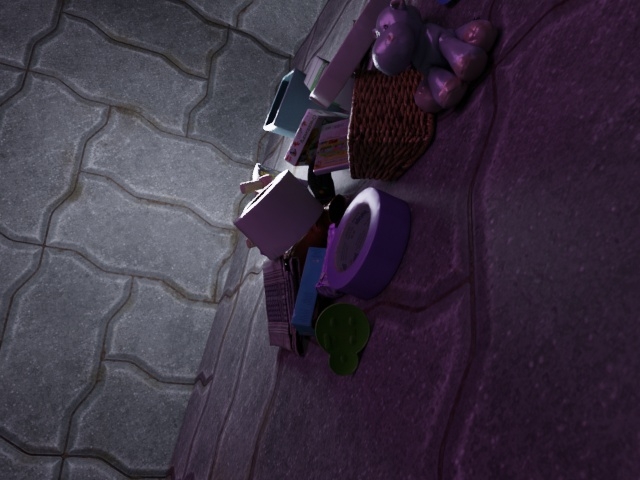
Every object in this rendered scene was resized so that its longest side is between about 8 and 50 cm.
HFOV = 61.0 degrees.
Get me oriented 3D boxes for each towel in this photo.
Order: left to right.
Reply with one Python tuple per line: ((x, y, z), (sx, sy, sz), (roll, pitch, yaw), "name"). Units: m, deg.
((-0.131, 0.206, 1.766), (0.324, 0.056, 0.313), (166, 101, -68), "towel")

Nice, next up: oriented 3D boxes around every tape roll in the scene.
((-0.133, -0.082, 1.713), (0.246, 0.169, 0.246), (-42, 13, 12), "tape roll")
((0.100, -0.576, 1.622), (0.392, 0.072, 0.392), (-56, 9, 14), "tape roll")
((0.116, 0.007, 1.380), (0.275, 0.090, 0.275), (-57, 21, 36), "tape roll")

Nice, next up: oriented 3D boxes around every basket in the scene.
((0.198, -0.308, 1.497), (0.214, 0.222, 0.299), (81, -167, -52), "basket")

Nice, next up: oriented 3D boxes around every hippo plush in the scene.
((0.251, -0.474, 1.273), (0.234, 0.236, 0.294), (-26, 43, 62), "hippo plush")

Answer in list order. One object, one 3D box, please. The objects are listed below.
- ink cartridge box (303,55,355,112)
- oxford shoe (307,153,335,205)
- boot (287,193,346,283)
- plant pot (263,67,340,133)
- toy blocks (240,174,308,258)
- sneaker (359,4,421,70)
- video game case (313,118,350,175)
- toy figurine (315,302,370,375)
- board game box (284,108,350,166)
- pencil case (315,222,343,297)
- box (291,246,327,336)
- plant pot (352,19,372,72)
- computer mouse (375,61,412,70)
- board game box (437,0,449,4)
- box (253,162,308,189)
((0.066, -0.576, 2.011), (0.122, 0.211, 0.289), (-63, 18, 18), "ink cartridge box")
((0.005, -0.203, 1.837), (0.096, 0.082, 0.227), (-79, -15, -48), "oxford shoe")
((0.000, 0.000, 1.755), (0.220, 0.109, 0.284), (-40, 26, 50), "boot")
((-0.066, -0.547, 2.308), (0.247, 0.252, 0.248), (-69, 17, 1), "plant pot")
((-0.107, -0.086, 2.024), (0.309, 0.260, 0.289), (24, 124, 50), "toy blocks")
((0.209, -0.609, 1.767), (0.321, 0.126, 0.127), (-62, 20, 19), "sneaker")
((0.095, -0.306, 1.700), (0.226, 0.026, 0.206), (-9, 52, 25), "video game case")
((0.048, 0.229, 1.345), (0.159, 0.130, 0.173), (-155, 62, -86), "toy figurine")
((0.006, -0.359, 1.915), (0.305, 0.053, 0.193), (-18, -40, -60), "board game box")
((0.039, 0.062, 1.548), (0.086, 0.088, 0.206), (-22, 46, 48), "pencil case")
((-0.020, 0.149, 1.596), (0.100, 0.060, 0.244), (64, -145, -59), "box")
((0.168, -0.676, 1.937), (0.167, 0.166, 0.165), (-109, 36, -65), "plant pot")
((0.244, -0.520, 1.658), (0.262, 0.060, 0.184), (-57, -19, -25), "computer mouse")
((0.393, -0.745, 1.532), (0.133, 0.033, 0.169), (25, 99, 68), "board game box")
((-0.167, -0.234, 2.283), (0.183, 0.230, 0.056), (-102, 34, -62), "box")
